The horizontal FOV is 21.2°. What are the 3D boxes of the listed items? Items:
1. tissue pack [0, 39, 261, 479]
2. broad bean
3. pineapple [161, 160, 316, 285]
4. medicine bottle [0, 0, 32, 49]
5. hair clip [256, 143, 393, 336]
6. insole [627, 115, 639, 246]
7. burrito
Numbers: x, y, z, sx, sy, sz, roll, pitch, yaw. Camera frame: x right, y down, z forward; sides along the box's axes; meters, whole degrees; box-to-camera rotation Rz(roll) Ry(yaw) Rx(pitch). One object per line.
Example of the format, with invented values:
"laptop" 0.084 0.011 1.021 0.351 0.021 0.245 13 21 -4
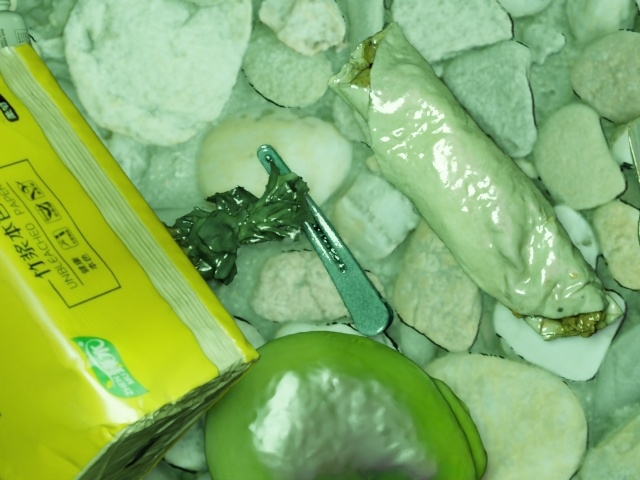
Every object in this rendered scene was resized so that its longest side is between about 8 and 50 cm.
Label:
"tissue pack" -0.285 0.058 1.562 0.228 0.293 0.382 -24 73 -47
"broad bean" 0.024 0.215 1.731 0.291 0.119 0.238 19 93 -7
"pineapple" -0.123 0.004 1.714 0.251 0.125 0.125 -28 92 3
"medicine bottle" -0.328 -0.184 1.720 0.079 0.079 0.140 -16 91 -6
"hair clip" 0.000 0.000 1.772 0.039 0.070 0.229 -35 86 7
"insole" 0.365 -0.042 1.830 0.064 0.004 0.188 -10 91 -7
"burrito" 0.156 -0.047 1.775 0.117 0.076 0.392 -39 91 1
